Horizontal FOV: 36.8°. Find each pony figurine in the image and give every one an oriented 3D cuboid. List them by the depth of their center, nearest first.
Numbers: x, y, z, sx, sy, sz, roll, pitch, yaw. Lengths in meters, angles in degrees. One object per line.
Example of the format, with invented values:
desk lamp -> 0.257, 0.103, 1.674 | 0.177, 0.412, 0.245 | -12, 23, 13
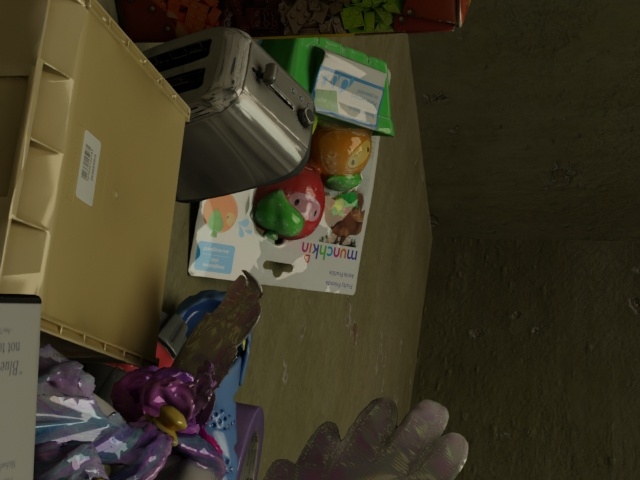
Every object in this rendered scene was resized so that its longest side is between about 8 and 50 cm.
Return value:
pony figurine -> -0.118, 0.199, 0.711 | 0.363, 0.303, 0.351 | 30, 93, -48

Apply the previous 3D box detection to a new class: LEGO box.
LEGO box -> 0.009, -0.399, 1.176 | 0.500, 0.372, 0.193 | -63, 151, -61

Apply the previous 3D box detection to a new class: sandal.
sandal -> -0.140, 0.180, 1.071 | 0.138, 0.126, 0.317 | 117, -21, -53

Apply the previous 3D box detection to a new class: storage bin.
storage bin -> -0.220, -0.037, 0.794 | 0.260, 0.123, 0.262 | 50, 44, -69

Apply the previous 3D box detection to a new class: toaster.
toaster -> -0.127, -0.132, 1.031 | 0.146, 0.227, 0.129 | 48, 41, -45

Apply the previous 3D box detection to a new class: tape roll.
tape roll -> -0.129, 0.293, 1.196 | 0.189, 0.080, 0.189 | 10, 90, -83

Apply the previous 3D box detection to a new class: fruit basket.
fruit basket -> -0.021, -0.107, 1.348 | 0.327, 0.165, 0.353 | 11, 84, -45

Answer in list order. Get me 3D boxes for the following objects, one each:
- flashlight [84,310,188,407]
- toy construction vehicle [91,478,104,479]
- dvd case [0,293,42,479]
flashlight -> -0.217, 0.182, 0.893 | 0.103, 0.103, 0.304 | 54, 33, -22
toy construction vehicle -> -0.207, 0.233, 0.962 | 0.035, 0.098, 0.086 | 61, -9, 23
dvd case -> -0.189, 0.150, 0.445 | 0.180, 0.022, 0.253 | 15, 77, -75
